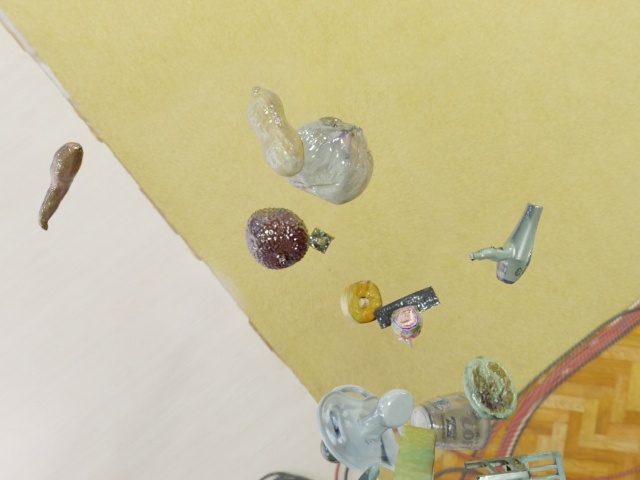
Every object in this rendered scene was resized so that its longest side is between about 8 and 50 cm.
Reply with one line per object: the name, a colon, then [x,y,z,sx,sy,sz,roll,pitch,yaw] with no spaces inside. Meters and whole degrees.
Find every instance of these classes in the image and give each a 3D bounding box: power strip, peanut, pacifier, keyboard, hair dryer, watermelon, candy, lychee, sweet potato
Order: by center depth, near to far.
sweet potato: [-0.512,-0.109,0.939,0.050,0.050,0.214,36,117,-3]
pacifier: [0.128,0.408,1.116,0.279,0.227,0.207,18,127,-31]
peanut: [-0.113,-0.268,1.177,0.101,0.117,0.263,-28,75,4]
hair dryer: [0.493,-0.009,1.241,0.225,0.088,0.219,28,93,-40]
power strip: [0.179,0.828,1.571,0.137,0.216,0.044,-35,98,-12]
watermelon: [0.061,0.766,1.759,0.105,0.133,0.105,-14,109,-44]
keyboard: [0.332,0.257,1.856,0.250,0.017,0.087,-23,70,1]
candy: [0.341,0.358,1.860,0.124,0.365,0.124,-5,62,10]
lychee: [-0.172,-0.012,1.901,0.260,0.260,0.260,0,92,-2]

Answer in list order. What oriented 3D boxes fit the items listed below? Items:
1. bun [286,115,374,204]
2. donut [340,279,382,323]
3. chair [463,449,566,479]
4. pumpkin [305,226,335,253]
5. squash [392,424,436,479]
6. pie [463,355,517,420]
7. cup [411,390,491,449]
bun: [0.028,-0.239,1.353,0.281,0.281,0.205,17,132,-3]
donut: [0.156,0.247,1.909,0.190,0.074,0.174,-28,102,-39]
chair: [0.527,0.642,1.238,0.270,0.147,0.136,-6,80,0]
pumpkin: [0.000,0.000,1.714,0.083,0.054,0.074,29,101,7]
squash: [0.085,0.320,0.487,0.049,0.252,0.252,6,92,16]
pie: [0.604,0.527,1.713,0.240,0.054,0.240,15,54,-22]
cup: [0.487,0.741,1.920,0.257,0.227,0.301,4,131,-18]
